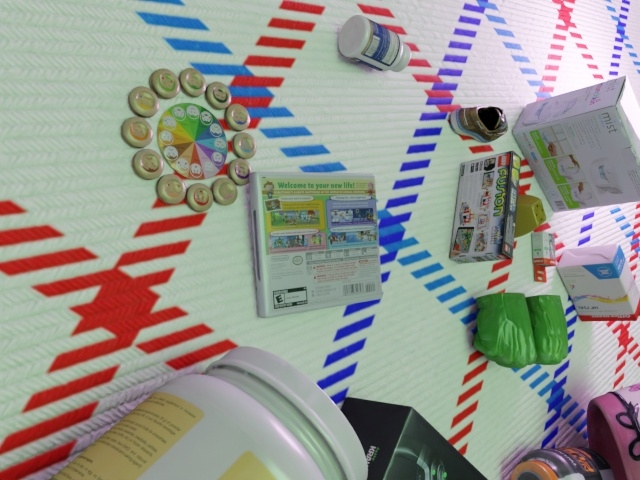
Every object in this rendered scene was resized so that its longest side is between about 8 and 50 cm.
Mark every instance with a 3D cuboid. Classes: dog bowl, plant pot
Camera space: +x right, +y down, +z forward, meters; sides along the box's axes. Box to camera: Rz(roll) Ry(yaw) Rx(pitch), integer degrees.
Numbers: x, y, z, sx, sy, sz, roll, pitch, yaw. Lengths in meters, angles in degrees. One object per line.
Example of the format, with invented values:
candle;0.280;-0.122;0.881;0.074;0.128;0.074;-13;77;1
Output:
dog bowl;0.702;0.509;1.161;0.408;0.150;0.408;-9;90;-78
plant pot;0.428;-0.053;1.144;0.081;0.083;0.081;-29;103;-42

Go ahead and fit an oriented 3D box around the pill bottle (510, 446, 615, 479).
pill bottle;0.484;0.489;1.085;0.245;0.130;0.130;16;73;-40

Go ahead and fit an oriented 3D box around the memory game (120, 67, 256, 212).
memory game;-0.156;-0.126;0.671;0.186;0.012;0.186;7;79;-42

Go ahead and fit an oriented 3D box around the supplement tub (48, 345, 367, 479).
supplement tub;-0.132;0.277;0.481;0.331;0.241;0.241;-39;109;-39

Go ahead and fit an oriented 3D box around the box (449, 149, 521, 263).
box;0.313;-0.062;1.020;0.036;0.114;0.207;26;67;-37

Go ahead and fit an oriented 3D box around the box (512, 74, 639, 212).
box;0.615;-0.208;1.236;0.262;0.231;0.127;51;54;-24

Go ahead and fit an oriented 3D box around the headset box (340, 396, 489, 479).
headset box;0.101;0.393;0.749;0.283;0.131;0.246;46;57;-28

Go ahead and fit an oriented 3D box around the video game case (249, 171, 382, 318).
video game case;0.000;0.000;0.767;0.212;0.023;0.193;-4;91;-36

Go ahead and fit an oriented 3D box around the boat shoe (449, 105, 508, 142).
boat shoe;0.345;-0.241;1.105;0.183;0.066;0.066;-8;90;-43

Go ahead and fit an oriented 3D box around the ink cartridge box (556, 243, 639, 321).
ink cartridge box;0.699;0.126;1.329;0.078;0.134;0.231;-49;115;-36

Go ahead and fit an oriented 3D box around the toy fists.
toy fists;0.409;0.185;1.087;0.279;0.096;0.142;8;69;-40

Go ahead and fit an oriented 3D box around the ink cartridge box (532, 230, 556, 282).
ink cartridge box;0.523;0.039;1.252;0.063;0.029;0.115;8;78;-42

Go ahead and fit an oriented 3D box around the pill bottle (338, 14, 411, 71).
pill bottle;0.093;-0.320;0.888;0.120;0.067;0.067;6;80;-42
